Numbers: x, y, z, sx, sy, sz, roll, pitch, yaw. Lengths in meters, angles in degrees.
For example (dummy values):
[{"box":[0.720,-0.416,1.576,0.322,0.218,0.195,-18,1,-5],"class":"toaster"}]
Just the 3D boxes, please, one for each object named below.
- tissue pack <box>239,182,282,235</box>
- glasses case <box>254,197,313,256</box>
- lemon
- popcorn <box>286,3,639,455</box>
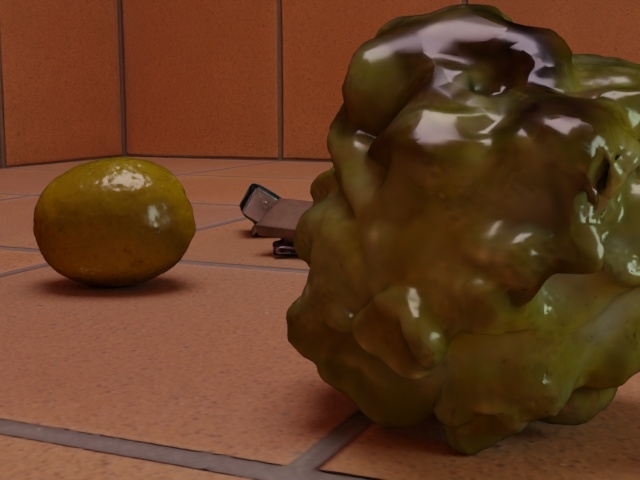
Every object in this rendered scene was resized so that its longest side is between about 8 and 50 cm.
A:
[{"box":[-0.097,-0.045,1.703,0.085,0.079,0.111,31,3,-11],"class":"tissue pack"},{"box":[0.000,0.000,1.458,0.193,0.070,0.102,7,38,29],"class":"glasses case"},{"box":[-0.259,-0.021,1.234,0.207,0.170,0.170,-8,8,0],"class":"lemon"},{"box":[0.113,0.004,0.707,0.312,0.312,0.312,0,8,0],"class":"popcorn"}]
